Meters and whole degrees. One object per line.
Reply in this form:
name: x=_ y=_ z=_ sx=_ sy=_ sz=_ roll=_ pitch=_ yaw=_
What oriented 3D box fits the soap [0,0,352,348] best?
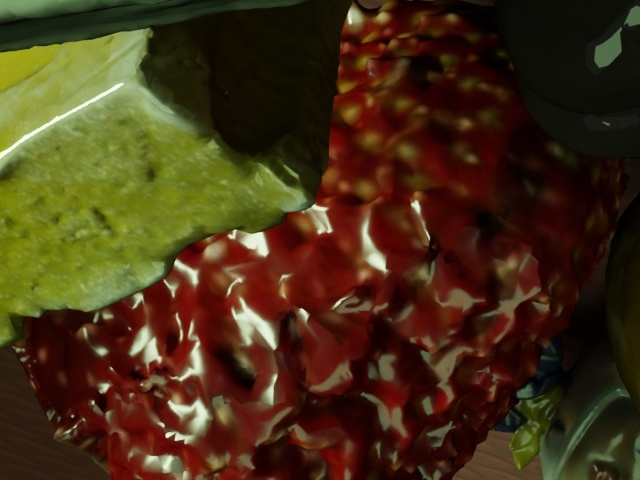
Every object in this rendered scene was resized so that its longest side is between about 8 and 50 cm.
soap: x=-0.078 y=-0.122 z=0.732 sx=0.199 sy=0.315 sz=0.091 roll=-21 pitch=135 yaw=35

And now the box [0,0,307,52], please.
box: x=-0.001 y=-0.266 z=0.481 sx=0.396 sy=0.396 sz=0.111 roll=-9 pitch=178 yaw=20

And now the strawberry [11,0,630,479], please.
strawberry: x=-0.002 y=-0.001 z=0.968 sx=0.292 sy=0.292 sz=0.343 roll=26 pitch=108 yaw=-25

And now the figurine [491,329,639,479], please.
figurine: x=0.150 y=0.106 z=1.180 sx=0.274 sy=0.133 sz=0.194 roll=4 pitch=122 yaw=14

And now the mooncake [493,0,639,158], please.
mooncake: x=0.188 y=-0.124 z=0.775 sx=0.245 sy=0.133 sz=0.245 roll=-8 pitch=166 yaw=-2

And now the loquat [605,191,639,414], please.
loquat: x=0.254 y=0.022 z=0.967 sx=0.244 sy=0.244 sz=0.244 roll=5 pitch=144 yaw=3
